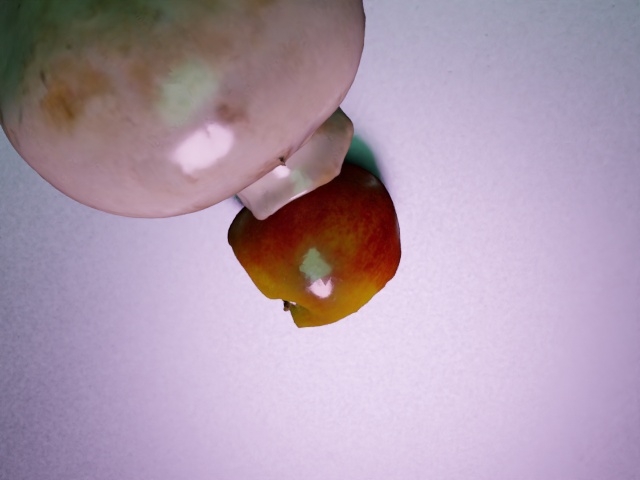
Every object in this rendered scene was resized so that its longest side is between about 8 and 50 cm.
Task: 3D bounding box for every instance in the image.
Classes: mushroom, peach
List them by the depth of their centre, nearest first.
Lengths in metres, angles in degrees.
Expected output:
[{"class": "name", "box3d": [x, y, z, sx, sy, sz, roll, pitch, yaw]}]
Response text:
[{"class": "mushroom", "box3d": [-0.101, -0.135, 1.096, 0.297, 0.298, 0.290, -24, 143, 7]}, {"class": "peach", "box3d": [0.003, -0.002, 1.215, 0.151, 0.151, 0.118, 25, 121, -12]}]
